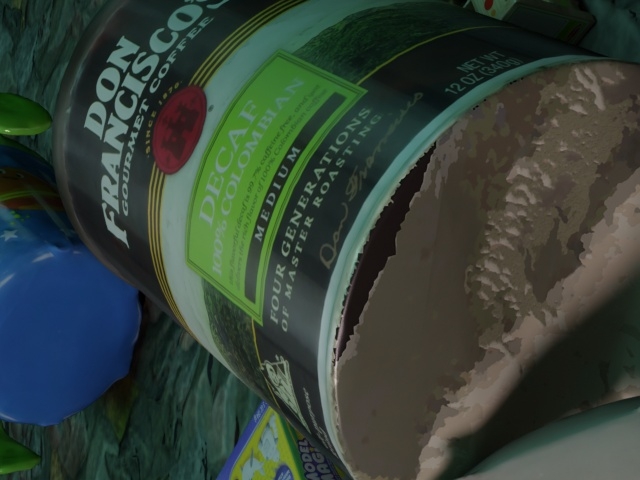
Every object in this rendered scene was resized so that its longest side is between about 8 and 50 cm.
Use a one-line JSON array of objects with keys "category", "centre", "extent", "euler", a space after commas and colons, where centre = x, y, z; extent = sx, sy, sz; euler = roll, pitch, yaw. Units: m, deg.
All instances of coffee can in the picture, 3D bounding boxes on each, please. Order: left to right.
[{"category": "coffee can", "centre": [0.021, -0.017, 0.632], "extent": [0.275, 0.202, 0.201], "euler": [33, 112, 53]}]

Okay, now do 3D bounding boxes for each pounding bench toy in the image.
[{"category": "pounding bench toy", "centre": [0.106, -0.134, 0.714], "extent": [0.083, 0.052, 0.065], "euler": [-53, 41, 42]}]

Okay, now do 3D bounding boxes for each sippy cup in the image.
[{"category": "sippy cup", "centre": [-0.276, 0.045, 1.208], "extent": [0.240, 0.305, 0.224], "euler": [-42, 40, -15]}]

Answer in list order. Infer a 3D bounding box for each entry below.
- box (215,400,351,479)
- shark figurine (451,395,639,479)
[{"category": "box", "centre": [-0.012, 0.194, 0.866], "extent": [0.105, 0.043, 0.179], "euler": [-61, 37, 34]}, {"category": "shark figurine", "centre": [0.111, 0.079, 0.482], "extent": [0.116, 0.278, 0.166], "euler": [74, -170, -45]}]
